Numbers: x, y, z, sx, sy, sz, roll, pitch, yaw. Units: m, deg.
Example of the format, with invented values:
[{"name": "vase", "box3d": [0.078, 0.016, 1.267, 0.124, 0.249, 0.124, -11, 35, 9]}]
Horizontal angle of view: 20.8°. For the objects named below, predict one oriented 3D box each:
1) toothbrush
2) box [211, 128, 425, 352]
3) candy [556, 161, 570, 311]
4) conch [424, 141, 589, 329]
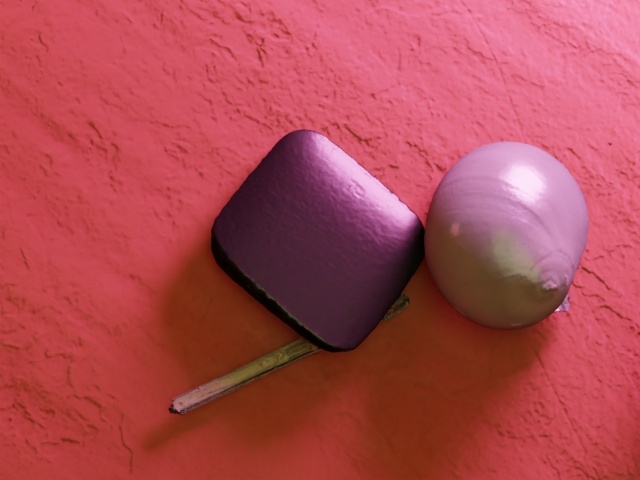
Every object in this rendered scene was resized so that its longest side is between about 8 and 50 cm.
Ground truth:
[{"name": "toothbrush", "box3d": [-0.032, 0.122, 1.893, 0.294, 0.028, 0.026, -25, 80, -11]}, {"name": "box", "box3d": [0.000, 0.000, 1.902, 0.212, 0.042, 0.201, 38, 67, 4]}, {"name": "candy", "box3d": [0.262, -0.002, 1.955, 0.053, 0.046, 0.182, 3, 75, -6]}, {"name": "conch", "box3d": [0.206, -0.013, 1.897, 0.185, 0.121, 0.221, -2, 71, -13]}]
